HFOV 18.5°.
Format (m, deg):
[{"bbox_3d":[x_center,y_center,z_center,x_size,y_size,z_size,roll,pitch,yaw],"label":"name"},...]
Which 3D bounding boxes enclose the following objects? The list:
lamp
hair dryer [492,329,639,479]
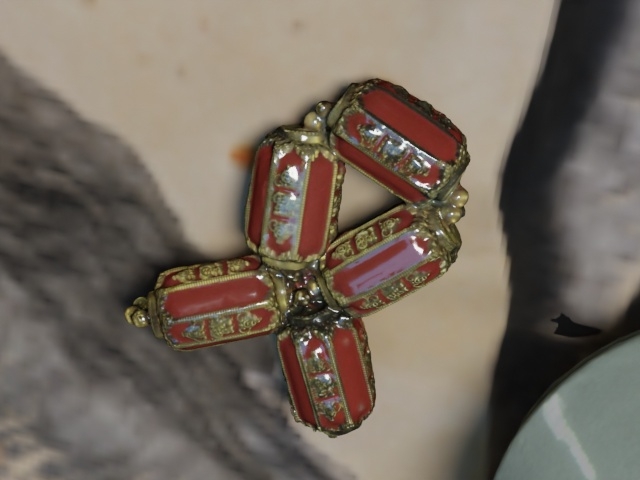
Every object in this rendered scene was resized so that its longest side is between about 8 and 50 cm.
[{"bbox_3d":[0.000,0.000,0.459,0.063,0.031,0.083,30,111,-4],"label":"lamp"},{"bbox_3d":[0.223,0.081,0.406,0.357,0.173,0.108,-6,117,-8],"label":"hair dryer"}]
